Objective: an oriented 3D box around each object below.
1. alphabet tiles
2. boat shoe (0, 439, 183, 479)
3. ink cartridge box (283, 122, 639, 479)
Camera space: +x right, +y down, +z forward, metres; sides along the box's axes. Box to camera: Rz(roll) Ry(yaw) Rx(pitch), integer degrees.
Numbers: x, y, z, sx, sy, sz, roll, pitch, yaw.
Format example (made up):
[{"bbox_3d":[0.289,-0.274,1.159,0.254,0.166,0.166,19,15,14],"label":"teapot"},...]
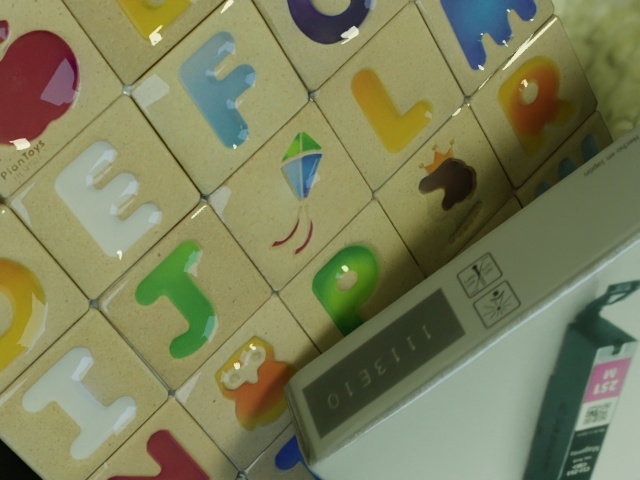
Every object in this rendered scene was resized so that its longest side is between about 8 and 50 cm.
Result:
[{"bbox_3d":[0.000,0.000,0.570,0.285,0.011,0.342,-44,130,-12],"label":"alphabet tiles"},{"bbox_3d":[-0.206,0.124,0.590,0.324,0.122,0.120,0,130,-19],"label":"boat shoe"},{"bbox_3d":[0.162,0.061,0.600,0.275,0.060,0.239,-37,125,10],"label":"ink cartridge box"}]
